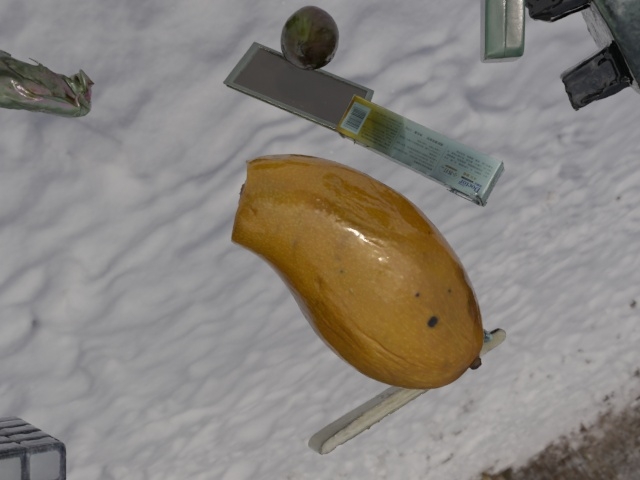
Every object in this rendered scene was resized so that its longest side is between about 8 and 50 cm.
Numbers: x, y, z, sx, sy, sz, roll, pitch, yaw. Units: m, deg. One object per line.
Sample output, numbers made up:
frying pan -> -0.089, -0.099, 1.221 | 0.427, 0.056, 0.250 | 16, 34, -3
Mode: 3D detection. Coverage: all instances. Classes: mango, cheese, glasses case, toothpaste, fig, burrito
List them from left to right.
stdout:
burrito -> -0.470, -0.226, 0.989 | 0.309, 0.096, 0.066 | 5, 138, -35
fig -> -0.021, -0.339, 1.222 | 0.103, 0.155, 0.109 | -8, 121, 14
mango -> 0.049, 0.031, 0.822 | 0.187, 0.359, 0.144 | -41, -171, 7
cheese -> 0.155, 0.259, 1.248 | 0.400, 0.034, 0.085 | -27, 175, -18
toothpaste -> 0.182, -0.170, 1.325 | 0.089, 0.312, 0.071 | -61, 160, -2
glasses case -> 0.185, -0.277, 0.724 | 0.039, 0.184, 0.078 | 0, -170, 9

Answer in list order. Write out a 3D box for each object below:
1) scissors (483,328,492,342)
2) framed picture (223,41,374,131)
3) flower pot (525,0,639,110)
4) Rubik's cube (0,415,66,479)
scissors -> 0.210, 0.166, 1.312 | 0.029, 0.193, 0.447 | -17, 179, -14
framed picture -> -0.038, -0.320, 1.518 | 0.232, 0.296, 0.019 | -69, -178, -52
flower pot -> 0.424, -0.339, 0.960 | 0.282, 0.299, 0.299 | -29, 163, 20
Rubik's cube -> -0.456, 0.358, 0.871 | 0.238, 0.237, 0.237 | -2, 179, -35
